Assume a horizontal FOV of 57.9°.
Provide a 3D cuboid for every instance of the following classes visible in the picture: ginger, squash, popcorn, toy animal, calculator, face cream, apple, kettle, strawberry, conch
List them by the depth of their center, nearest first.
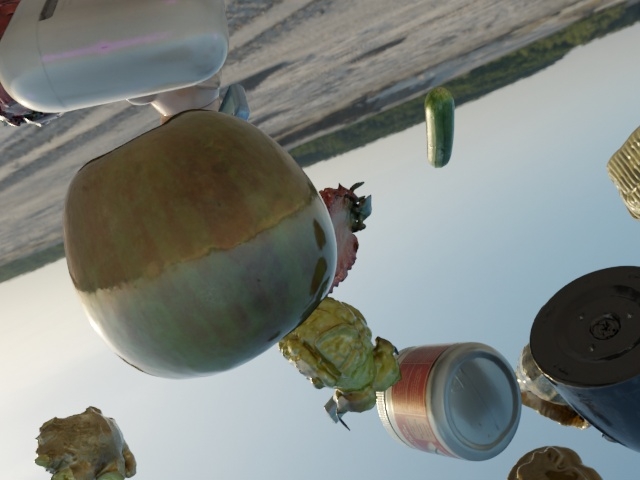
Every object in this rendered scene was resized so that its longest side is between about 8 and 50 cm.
[{"bbox_3d":[-0.119,0.003,0.572,0.256,0.234,0.257,-32,-170,6],"label":"apple"},{"bbox_3d":[0.489,0.191,0.820,0.268,0.290,0.207,-32,-156,27],"label":"kettle"},{"bbox_3d":[0.022,0.186,0.941,0.168,0.195,0.174,-5,-131,44],"label":"popcorn"},{"bbox_3d":[-0.422,0.373,1.023,0.102,0.157,0.216,-30,161,15],"label":"ginger"},{"bbox_3d":[0.233,0.289,1.061,0.201,0.201,0.187,-28,-178,-30],"label":"face cream"},{"bbox_3d":[0.000,0.000,1.140,0.106,0.188,0.286,12,-126,31],"label":"strawberry"},{"bbox_3d":[0.264,-0.245,1.281,0.066,0.066,0.229,-24,147,-5],"label":"squash"},{"bbox_3d":[-0.202,-0.274,1.300,0.121,0.039,0.210,-61,-155,23],"label":"calculator"},{"bbox_3d":[0.539,0.308,1.324,0.159,0.210,0.291,-56,179,-15],"label":"conch"},{"bbox_3d":[-0.349,-0.344,1.513,0.236,0.327,0.269,-8,178,2],"label":"toy animal"}]

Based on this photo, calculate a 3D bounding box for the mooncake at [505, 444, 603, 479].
[{"bbox_3d":[0.545,0.596,1.369,0.234,0.117,0.235,-20,-163,7],"label":"mooncake"}]

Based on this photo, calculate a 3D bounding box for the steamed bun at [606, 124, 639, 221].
[{"bbox_3d":[0.583,-0.105,0.906,0.144,0.211,0.218,-4,141,-12],"label":"steamed bun"}]

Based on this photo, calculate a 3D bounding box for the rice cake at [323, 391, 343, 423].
[{"bbox_3d":[0.089,0.430,1.702,0.042,0.080,0.222,23,-114,44],"label":"rice cake"}]

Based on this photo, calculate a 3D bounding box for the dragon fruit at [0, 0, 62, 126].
[{"bbox_3d":[-0.663,-0.414,1.286,0.295,0.302,0.296,-11,167,-3],"label":"dragon fruit"}]

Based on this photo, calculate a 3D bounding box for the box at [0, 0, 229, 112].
[{"bbox_3d":[-0.323,-0.334,0.931,0.348,0.141,0.289,-12,-134,-2],"label":"box"}]
